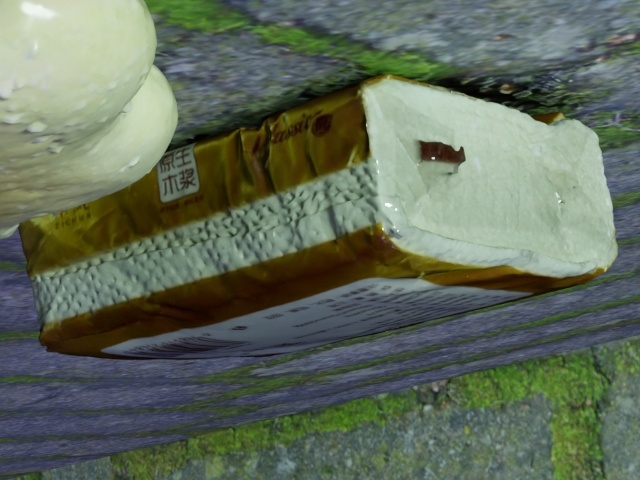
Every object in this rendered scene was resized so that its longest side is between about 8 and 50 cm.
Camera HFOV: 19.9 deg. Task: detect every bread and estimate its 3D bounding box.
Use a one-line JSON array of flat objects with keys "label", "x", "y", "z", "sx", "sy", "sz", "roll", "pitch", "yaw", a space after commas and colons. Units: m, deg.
[{"label": "bread", "x": -0.194, "y": -0.031, "z": 0.615, "sx": 0.316, "sy": 0.054, "sz": 0.316, "roll": -7, "pitch": 169, "yaw": -1}]

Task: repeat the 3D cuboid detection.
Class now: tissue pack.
[{"label": "tissue pack", "x": 0.000, "y": 0.000, "z": 0.854, "sx": 0.226, "sy": 0.092, "sz": 0.183, "roll": -19, "pitch": 166, "yaw": 39}]
